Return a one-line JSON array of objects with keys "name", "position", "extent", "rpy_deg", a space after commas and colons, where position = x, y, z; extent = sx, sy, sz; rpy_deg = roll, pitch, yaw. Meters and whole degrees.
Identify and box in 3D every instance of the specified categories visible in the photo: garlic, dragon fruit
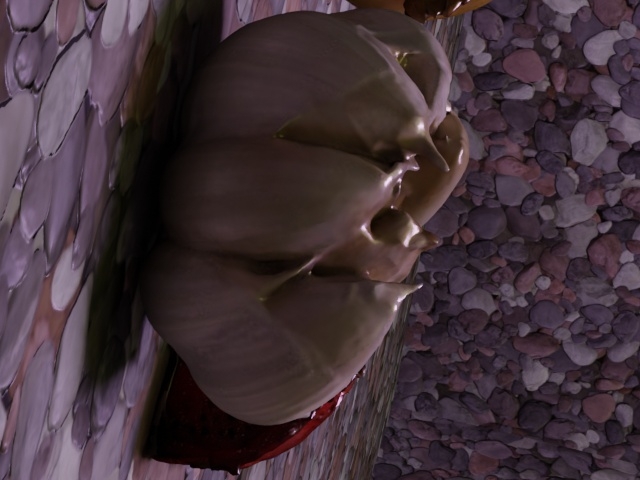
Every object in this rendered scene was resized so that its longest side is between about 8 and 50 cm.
[{"name": "garlic", "position": [-0.009, -0.040, 0.981], "extent": [0.185, 0.203, 0.281], "rpy_deg": [51, 57, -29]}, {"name": "dragon fruit", "position": [-0.041, 0.122, 1.167], "extent": [0.127, 0.161, 0.120], "rpy_deg": [39, 62, -70]}]

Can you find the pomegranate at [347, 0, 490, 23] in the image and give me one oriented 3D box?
[{"name": "pomegranate", "position": [0.066, -0.259, 1.104], "extent": [0.207, 0.207, 0.207], "rpy_deg": [13, 90, -83]}]
